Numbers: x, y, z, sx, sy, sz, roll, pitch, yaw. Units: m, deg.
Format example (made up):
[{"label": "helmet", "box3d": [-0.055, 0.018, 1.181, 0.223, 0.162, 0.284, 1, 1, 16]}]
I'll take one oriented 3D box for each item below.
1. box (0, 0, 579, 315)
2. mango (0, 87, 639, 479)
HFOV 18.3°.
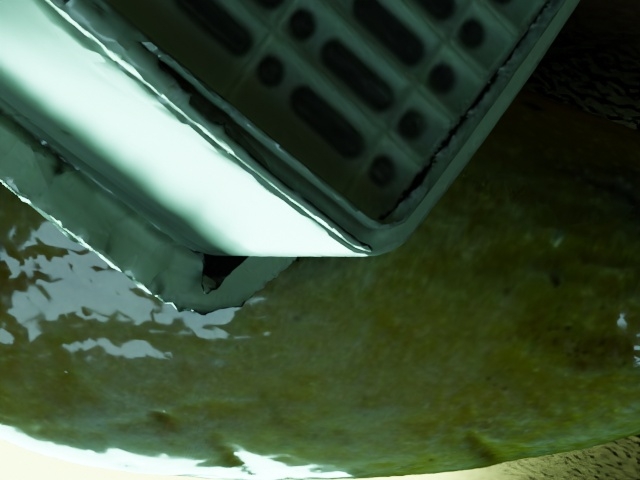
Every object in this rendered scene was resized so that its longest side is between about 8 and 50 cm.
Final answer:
[{"label": "box", "box3d": [-0.059, -0.138, 0.487, 0.290, 0.220, 0.166, 41, 163, -25]}, {"label": "mango", "box3d": [-0.003, 0.000, 0.700, 0.329, 0.175, 0.176, 6, 179, -10]}]
